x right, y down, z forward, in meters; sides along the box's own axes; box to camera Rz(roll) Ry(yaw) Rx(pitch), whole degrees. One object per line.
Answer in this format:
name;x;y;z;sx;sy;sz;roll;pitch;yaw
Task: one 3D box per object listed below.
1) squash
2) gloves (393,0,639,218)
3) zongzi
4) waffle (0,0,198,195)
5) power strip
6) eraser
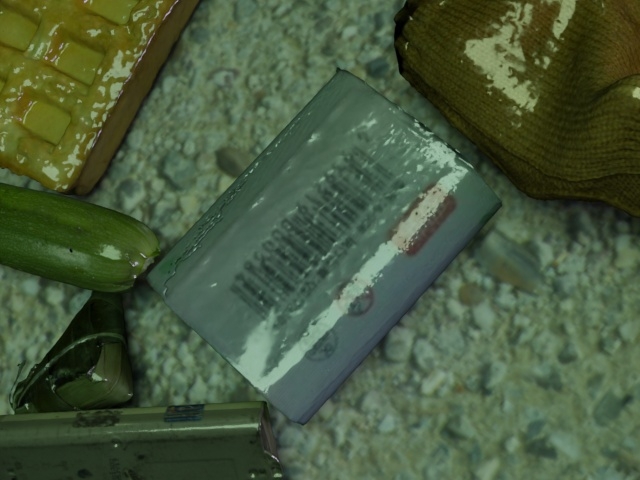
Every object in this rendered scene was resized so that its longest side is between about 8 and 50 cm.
squash;-0.233;-0.008;0.712;0.239;0.069;0.069;13;79;23
gloves;0.218;-0.110;0.615;0.356;0.155;0.203;30;66;37
zongzi;-0.204;0.092;0.708;0.109;0.055;0.119;-27;50;19
waffle;-0.216;-0.183;0.769;0.168;0.057;0.274;26;82;15
power strip;-0.157;0.169;0.659;0.268;0.034;0.092;-5;118;9
eraser;0.000;0.000;0.671;0.174;0.081;0.227;41;87;21
